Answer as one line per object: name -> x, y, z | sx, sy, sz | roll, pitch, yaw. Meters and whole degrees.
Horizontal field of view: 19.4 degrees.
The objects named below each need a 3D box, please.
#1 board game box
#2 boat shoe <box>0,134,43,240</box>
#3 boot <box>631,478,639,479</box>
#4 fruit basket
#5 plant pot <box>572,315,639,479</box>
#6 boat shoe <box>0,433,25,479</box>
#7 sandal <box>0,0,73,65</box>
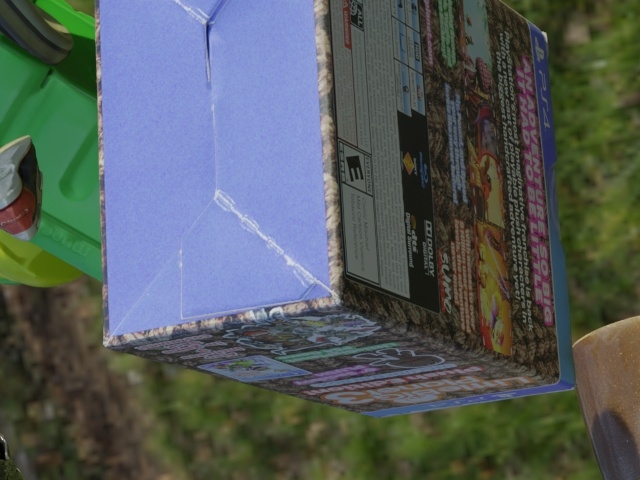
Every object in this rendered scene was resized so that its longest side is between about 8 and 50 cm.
board game box -> 0.016, -0.038, 1.053 | 0.291, 0.141, 0.232 | 23, -120, -57
boat shoe -> -0.250, -0.045, 1.542 | 0.043, 0.049, 0.137 | 55, -172, -25
boot -> 0.258, 0.136, 0.978 | 0.269, 0.236, 0.089 | 109, 152, -71
fruit basket -> -0.292, -0.051, 2.023 | 0.283, 0.392, 0.392 | -85, -6, -59
plant pot -> 0.323, 0.195, 1.553 | 0.215, 0.215, 0.230 | 116, 153, -67
boat shoe -> -0.299, 0.195, 1.617 | 0.228, 0.080, 0.076 | -106, 20, -88
sandal -> -0.216, -0.211, 1.166 | 0.120, 0.086, 0.303 | 38, 166, 29
